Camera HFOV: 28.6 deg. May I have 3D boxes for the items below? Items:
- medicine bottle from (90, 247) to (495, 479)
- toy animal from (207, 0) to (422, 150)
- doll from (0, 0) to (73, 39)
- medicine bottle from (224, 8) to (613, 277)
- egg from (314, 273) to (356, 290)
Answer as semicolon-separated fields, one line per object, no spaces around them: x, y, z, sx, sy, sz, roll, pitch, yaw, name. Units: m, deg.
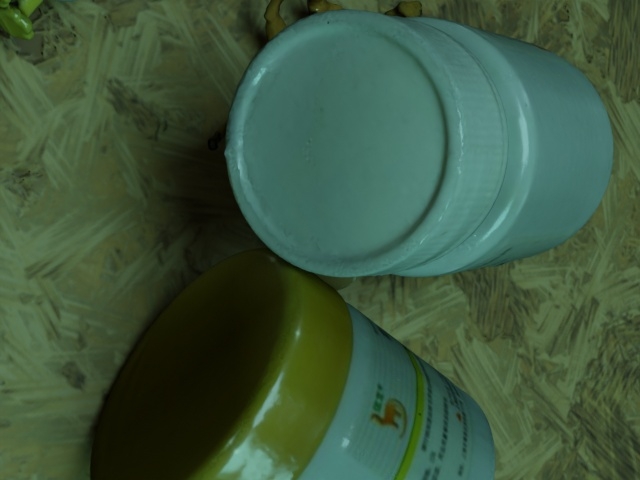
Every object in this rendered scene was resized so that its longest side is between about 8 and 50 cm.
-0.021;0.161;0.987;0.232;0.238;0.238;37;64;-27;medicine bottle
-0.021;-0.154;1.134;0.255;0.116;0.114;-36;69;-29;toy animal
-0.178;-0.292;1.019;0.293;0.119;0.138;-61;159;-25;doll
0.098;-0.076;1.046;0.371;0.211;0.211;-6;86;-62;medicine bottle
0.000;0.000;1.124;0.096;0.080;0.080;37;62;-8;egg
